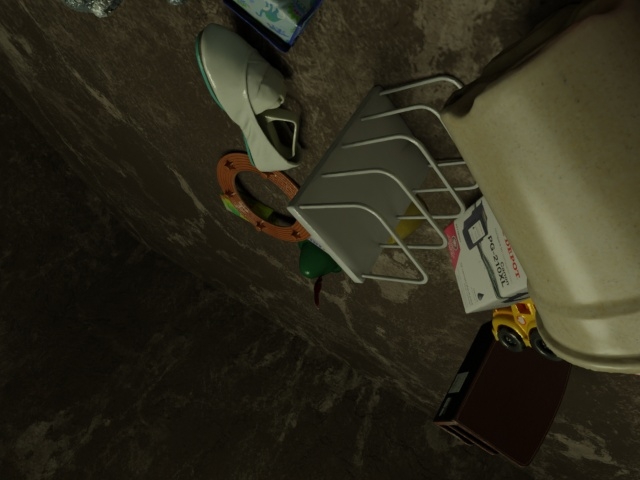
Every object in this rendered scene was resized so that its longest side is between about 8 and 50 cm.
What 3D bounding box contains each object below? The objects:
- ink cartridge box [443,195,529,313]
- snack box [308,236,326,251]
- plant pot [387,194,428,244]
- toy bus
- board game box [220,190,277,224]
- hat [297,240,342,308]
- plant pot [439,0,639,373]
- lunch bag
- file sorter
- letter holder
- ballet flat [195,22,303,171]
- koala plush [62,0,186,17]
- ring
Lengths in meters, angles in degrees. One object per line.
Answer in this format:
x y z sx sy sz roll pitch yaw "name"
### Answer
0.317 0.015 0.890 0.100 0.171 0.237 -8 163 -12 "ink cartridge box"
0.000 0.000 1.572 0.178 0.022 0.064 35 161 -3 "snack box"
0.151 -0.049 1.131 0.134 0.095 0.134 31 159 13 "plant pot"
0.419 0.109 1.030 0.211 0.149 0.220 55 157 -14 "toy bus"
-0.229 -0.100 1.671 0.181 0.043 0.092 28 158 17 "board game box"
-0.046 0.113 1.659 0.173 0.183 0.208 35 160 1 "hat"
0.307 -0.088 0.562 0.305 0.334 0.334 51 157 -9 "plant pot"
-0.076 -0.365 0.798 0.129 0.096 0.151 37 174 -14 "lunch bag"
0.126 -0.092 0.819 0.173 0.277 0.193 4 143 51 "file sorter"
0.462 0.380 1.308 0.214 0.301 0.152 33 159 5 "letter holder"
-0.114 -0.270 1.040 0.139 0.139 0.400 26 162 21 "ballet flat"
-0.340 -0.448 0.820 0.196 0.221 0.203 30 159 13 "koala plush"
-0.163 -0.111 1.494 0.337 0.032 0.336 27 149 18 "ring"
